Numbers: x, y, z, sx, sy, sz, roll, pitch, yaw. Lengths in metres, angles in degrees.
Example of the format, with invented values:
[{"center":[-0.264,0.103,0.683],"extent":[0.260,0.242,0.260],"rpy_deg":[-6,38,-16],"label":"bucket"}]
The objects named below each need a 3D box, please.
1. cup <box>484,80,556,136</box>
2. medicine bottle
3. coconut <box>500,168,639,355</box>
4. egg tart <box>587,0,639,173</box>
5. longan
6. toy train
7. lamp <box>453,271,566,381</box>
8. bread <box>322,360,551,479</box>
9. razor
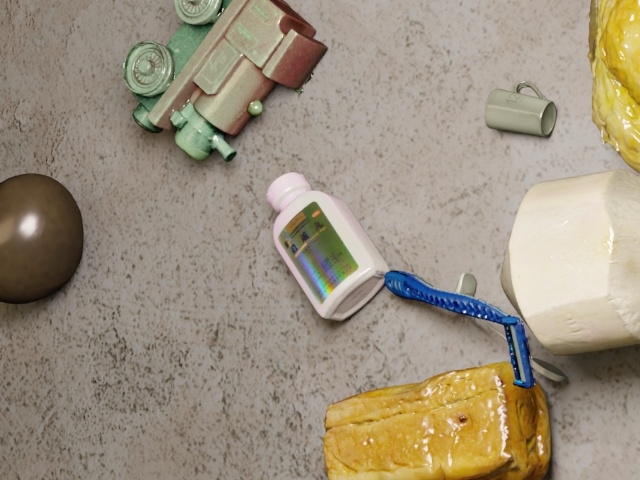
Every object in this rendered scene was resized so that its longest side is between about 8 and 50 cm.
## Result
[{"center":[0.271,-0.173,1.878],"extent":[0.083,0.075,0.054],"rpy_deg":[15,126,32],"label":"cup"},{"center":[0.000,0.000,2.006],"extent":[0.115,0.078,0.219],"rpy_deg":[-46,60,22],"label":"medicine bottle"},{"center":[0.324,0.029,1.701],"extent":[0.241,0.241,0.241],"rpy_deg":[-7,78,33],"label":"coconut"},{"center":[0.455,-0.270,1.705],"extent":[0.351,0.153,0.339],"rpy_deg":[-32,62,25],"label":"egg tart"},{"center":[-0.477,0.000,2.262],"extent":[0.220,0.196,0.196],"rpy_deg":[-49,58,2],"label":"longan"},{"center":[-0.151,-0.259,2.123],"extent":[0.221,0.150,0.304],"rpy_deg":[45,105,25],"label":"toy train"},{"center":[0.247,0.115,1.833],"extent":[0.198,0.050,0.056],"rpy_deg":[37,104,34],"label":"lamp"},{"center":[0.147,0.265,1.825],"extent":[0.294,0.132,0.167],"rpy_deg":[-19,71,32],"label":"bread"},{"center":[0.182,0.090,1.813],"extent":[0.324,0.056,0.093],"rpy_deg":[29,138,58],"label":"razor"}]
